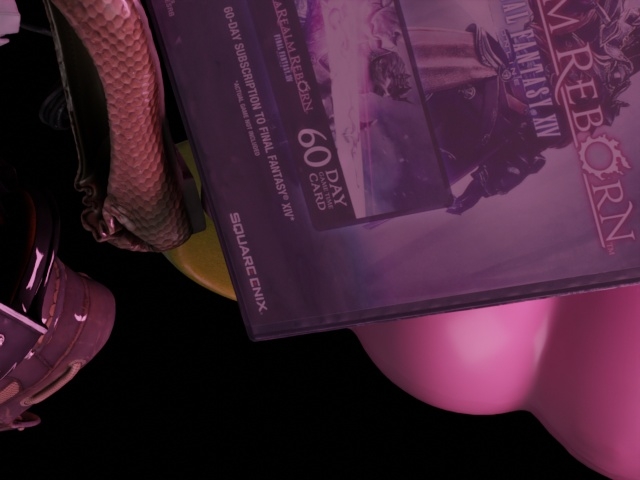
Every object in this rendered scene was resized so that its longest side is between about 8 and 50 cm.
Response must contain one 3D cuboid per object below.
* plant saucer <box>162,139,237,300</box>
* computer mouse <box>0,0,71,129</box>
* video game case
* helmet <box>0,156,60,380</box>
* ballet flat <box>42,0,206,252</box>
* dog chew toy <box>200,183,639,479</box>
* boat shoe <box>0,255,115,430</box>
[{"bbox_3d":[0.000,0.000,0.993,0.241,0.037,0.241,5,156,2],"label":"plant saucer"},{"bbox_3d":[-0.188,-0.107,0.783,0.193,0.042,0.106,17,155,-25],"label":"computer mouse"},{"bbox_3d":[0.057,-0.068,0.665,0.274,0.196,0.026,-10,-169,34],"label":"video game case"},{"bbox_3d":[-0.239,0.018,0.930,0.169,0.161,0.169,5,157,2],"label":"helmet"},{"bbox_3d":[-0.106,-0.077,0.731,0.058,0.084,0.250,-24,143,-9],"label":"ballet flat"},{"bbox_3d":[0.104,0.004,0.789,0.332,0.206,0.206,13,158,8],"label":"dog chew toy"},{"bbox_3d":[-0.260,0.101,1.168,0.130,0.132,0.355,18,155,-26],"label":"boat shoe"}]
